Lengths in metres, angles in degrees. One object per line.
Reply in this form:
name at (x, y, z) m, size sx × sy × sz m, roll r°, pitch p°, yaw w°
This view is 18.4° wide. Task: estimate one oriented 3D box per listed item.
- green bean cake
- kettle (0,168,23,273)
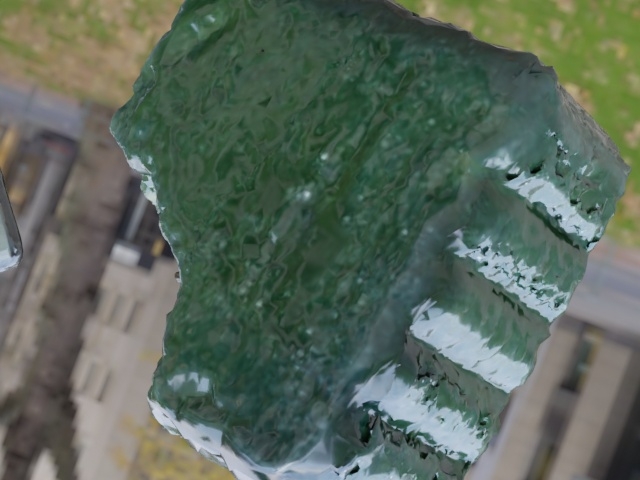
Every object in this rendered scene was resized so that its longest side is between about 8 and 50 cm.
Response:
green bean cake at (0.000, 0.000, 1.242) m, size 0.308 × 0.300 × 0.169 m, roll 29°, pitch 175°, yaw 38°
kettle at (-0.200, -0.037, 0.746) m, size 0.148 × 0.098 × 0.127 m, roll -14°, pitch -146°, yaw -13°
